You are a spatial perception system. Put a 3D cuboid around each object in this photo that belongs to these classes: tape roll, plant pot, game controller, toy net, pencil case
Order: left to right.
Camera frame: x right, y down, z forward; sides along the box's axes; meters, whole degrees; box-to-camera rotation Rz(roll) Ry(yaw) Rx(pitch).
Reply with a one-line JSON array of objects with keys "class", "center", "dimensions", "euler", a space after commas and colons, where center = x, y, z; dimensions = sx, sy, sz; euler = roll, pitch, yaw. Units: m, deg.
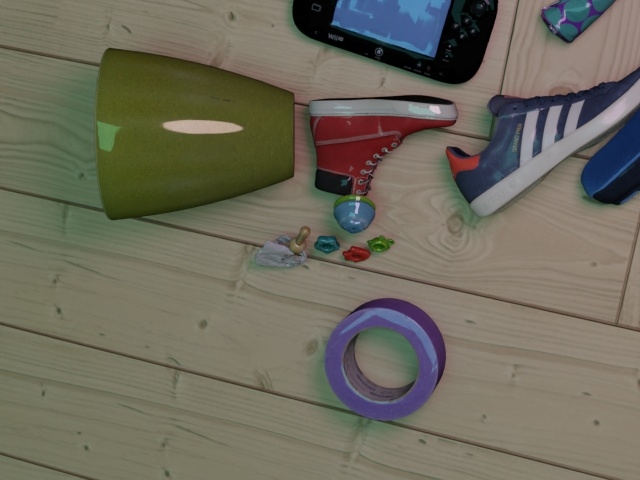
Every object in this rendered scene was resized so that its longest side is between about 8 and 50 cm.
[{"class": "plant pot", "center": [-0.188, -0.167, 1.807], "dimensions": [0.294, 0.275, 0.274], "euler": [0, 99, 0]}, {"class": "toy net", "center": [0.000, 0.000, 1.869], "dimensions": [0.232, 0.122, 0.045], "euler": [-18, 51, 28]}, {"class": "tape roll", "center": [0.106, 0.194, 1.859], "dimensions": [0.189, 0.080, 0.189], "euler": [3, 99, 16]}, {"class": "game controller", "center": [0.113, -0.361, 1.775], "dimensions": [0.319, 0.067, 0.166], "euler": [20, 104, 12]}, {"class": "pencil case", "center": [0.400, -0.367, 1.694], "dimensions": [0.070, 0.064, 0.151], "euler": [42, 107, -11]}]

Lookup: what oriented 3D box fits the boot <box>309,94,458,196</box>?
[{"class": "boot", "center": [0.103, -0.141, 1.806], "dimensions": [0.244, 0.088, 0.176], "euler": [0, 101, 22]}]

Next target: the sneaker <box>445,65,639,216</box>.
[{"class": "sneaker", "center": [0.341, -0.186, 1.709], "dimensions": [0.350, 0.131, 0.148], "euler": [-36, 81, 14]}]

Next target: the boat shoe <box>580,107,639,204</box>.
[{"class": "boat shoe", "center": [0.505, -0.151, 1.689], "dimensions": [0.258, 0.089, 0.109], "euler": [-38, 42, 33]}]
